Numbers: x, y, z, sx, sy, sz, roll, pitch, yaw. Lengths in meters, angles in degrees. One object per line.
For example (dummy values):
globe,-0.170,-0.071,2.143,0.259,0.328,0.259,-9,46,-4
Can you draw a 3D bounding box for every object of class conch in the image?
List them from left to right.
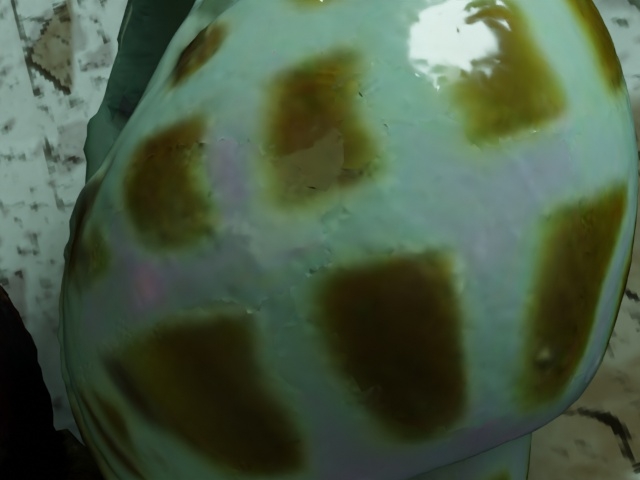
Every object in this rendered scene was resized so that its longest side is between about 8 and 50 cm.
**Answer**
conch,0.000,-0.001,0.580,0.249,0.197,0.368,-3,64,57

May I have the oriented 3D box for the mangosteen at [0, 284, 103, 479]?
mangosteen,-0.222,0.111,0.588,0.311,0.311,0.311,-8,68,20
